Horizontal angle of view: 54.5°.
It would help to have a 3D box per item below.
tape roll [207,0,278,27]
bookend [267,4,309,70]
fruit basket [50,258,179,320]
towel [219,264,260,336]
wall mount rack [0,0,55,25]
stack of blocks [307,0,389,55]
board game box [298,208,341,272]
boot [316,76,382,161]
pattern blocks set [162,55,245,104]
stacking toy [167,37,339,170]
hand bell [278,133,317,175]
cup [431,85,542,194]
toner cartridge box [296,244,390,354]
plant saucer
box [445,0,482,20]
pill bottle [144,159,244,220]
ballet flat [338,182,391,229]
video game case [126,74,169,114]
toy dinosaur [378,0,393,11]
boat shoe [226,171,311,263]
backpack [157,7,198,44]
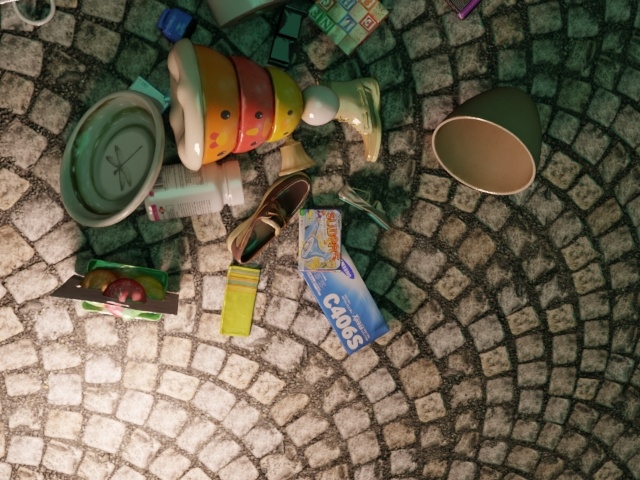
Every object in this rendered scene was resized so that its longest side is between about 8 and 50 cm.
[{"bbox_3d":[-0.205,-0.714,1.722,0.246,0.246,0.169,-24,105,-5],"label":"tape roll"},{"bbox_3d":[-0.096,-0.589,1.813,0.073,0.157,0.156,14,98,-12],"label":"bookend"},{"bbox_3d":[-0.571,0.165,1.781,0.327,0.353,0.165,11,98,-13],"label":"fruit basket"},{"bbox_3d":[-0.263,0.198,2.017,0.102,0.021,0.237,8,100,-11],"label":"towel"},{"bbox_3d":[-0.768,-0.773,1.662,0.304,0.130,0.349,-16,105,-7],"label":"wall mount rack"},{"bbox_3d":[0.036,-0.706,1.817,0.297,0.087,0.171,44,103,-6],"label":"stack of blocks"},{"bbox_3d":[0.000,0.000,1.964,0.136,0.035,0.201,-1,78,2],"label":"board game box"},{"bbox_3d":[0.084,-0.370,1.925,0.204,0.095,0.261,-5,101,-10],"label":"boot"},{"bbox_3d":[-0.291,-0.421,1.876,0.325,0.026,0.285,35,93,-18],"label":"pattern blocks set"},{"bbox_3d":[-0.170,-0.385,1.737,0.481,0.351,0.350,-7,103,-18],"label":"stacking toy"},{"bbox_3d":[-0.105,-0.329,1.894,0.126,0.126,0.241,-19,99,-6],"label":"hand bell"},{"bbox_3d":[0.547,-0.339,1.934,0.331,0.331,0.236,40,66,-16],"label":"cup"},{"bbox_3d":[0.076,0.190,2.052,0.165,0.075,0.347,-31,105,-5],"label":"toner cartridge box"},{"bbox_3d":[-0.564,-0.221,1.749,0.101,0.401,0.400,23,99,-56],"label":"plant saucer"},{"bbox_3d":[0.433,-0.789,1.939,0.162,0.029,0.116,43,90,-17],"label":"box"},{"bbox_3d":[-0.376,-0.154,1.849,0.283,0.160,0.160,-8,103,-9],"label":"pill bottle"},{"bbox_3d":[0.157,-0.113,2.007,0.213,0.072,0.068,32,90,-15],"label":"ballet flat"},{"bbox_3d":[-0.541,-0.387,1.845,0.119,0.015,0.166,39,92,-16],"label":"video game case"},{"bbox_3d":[0.155,-0.736,1.885,0.268,0.064,0.118,-23,101,-1],"label":"toy dinosaur"},{"bbox_3d":[-0.146,-0.063,1.917,0.342,0.123,0.123,-43,123,2],"label":"boat shoe"},{"bbox_3d":[-0.412,-0.606,1.769,0.101,0.120,0.097,23,97,-14],"label":"backpack"}]
